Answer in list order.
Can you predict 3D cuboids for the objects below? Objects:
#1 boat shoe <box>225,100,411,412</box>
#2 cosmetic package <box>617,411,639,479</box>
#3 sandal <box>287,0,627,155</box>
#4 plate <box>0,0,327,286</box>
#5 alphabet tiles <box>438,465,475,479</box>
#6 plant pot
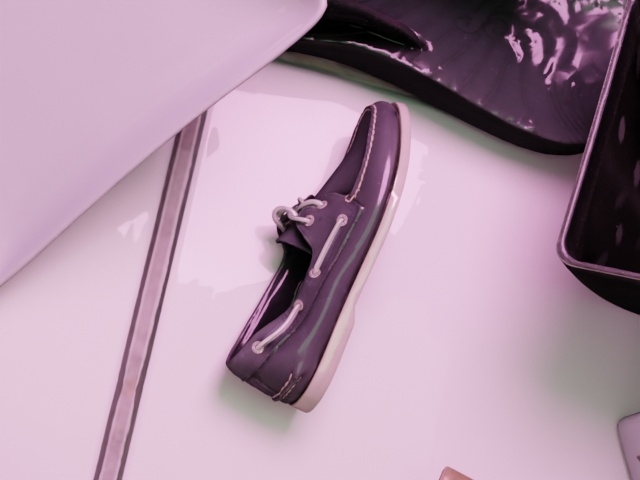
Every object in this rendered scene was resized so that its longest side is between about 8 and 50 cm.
[{"bbox_3d":[0.000,0.000,0.940,0.065,0.075,0.206,22,78,-11],"label":"boat shoe"},{"bbox_3d":[0.447,0.120,0.940,0.453,0.230,0.161,-13,82,-15],"label":"cosmetic package"},{"bbox_3d":[0.017,-0.190,0.968,0.446,0.107,0.167,17,73,-9],"label":"sandal"},{"bbox_3d":[-0.179,-0.157,0.899,0.277,0.045,0.278,-39,89,11],"label":"plate"},{"bbox_3d":[0.081,0.248,0.836,0.198,0.009,0.237,28,55,-1],"label":"alphabet tiles"},{"bbox_3d":[0.267,-0.025,0.943,0.187,0.167,0.188,13,73,19],"label":"plant pot"}]
